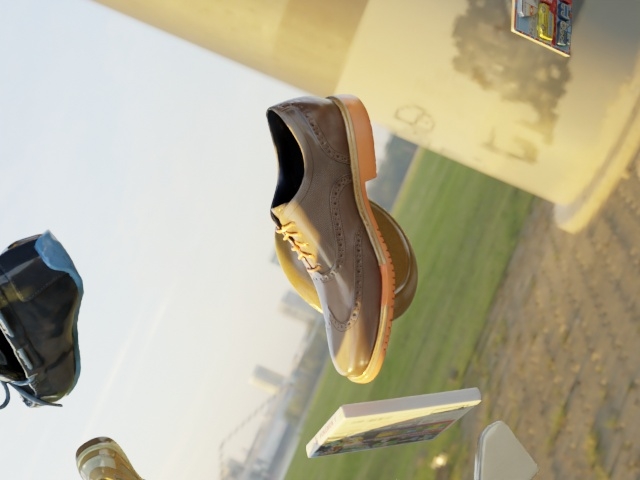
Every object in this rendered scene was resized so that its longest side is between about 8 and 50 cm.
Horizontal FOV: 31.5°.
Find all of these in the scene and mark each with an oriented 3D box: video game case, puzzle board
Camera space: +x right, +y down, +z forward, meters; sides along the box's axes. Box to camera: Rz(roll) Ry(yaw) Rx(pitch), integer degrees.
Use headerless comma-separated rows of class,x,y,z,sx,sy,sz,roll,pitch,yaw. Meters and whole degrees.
video game case,0.098,0.253,1.571,0.183,0.201,0.023,121,140,-58
puzzle board,0.230,-0.262,1.159,0.011,0.096,0.128,-6,77,46

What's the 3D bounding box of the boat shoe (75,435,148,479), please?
boat shoe,-0.206,0.296,1.236,0.068,0.190,0.072,-34,39,-1

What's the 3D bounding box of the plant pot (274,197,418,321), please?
plant pot,0.046,0.015,1.656,0.032,0.236,0.236,-50,11,48

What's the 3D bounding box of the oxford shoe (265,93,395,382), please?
oxford shoe,0.000,0.000,1.408,0.130,0.133,0.363,-22,75,59

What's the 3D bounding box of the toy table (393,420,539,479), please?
toy table,0.208,0.338,1.223,0.161,0.274,0.252,-35,1,-13

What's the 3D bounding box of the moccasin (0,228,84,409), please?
moccasin,-0.349,0.099,1.279,0.117,0.138,0.342,-30,-24,-28
